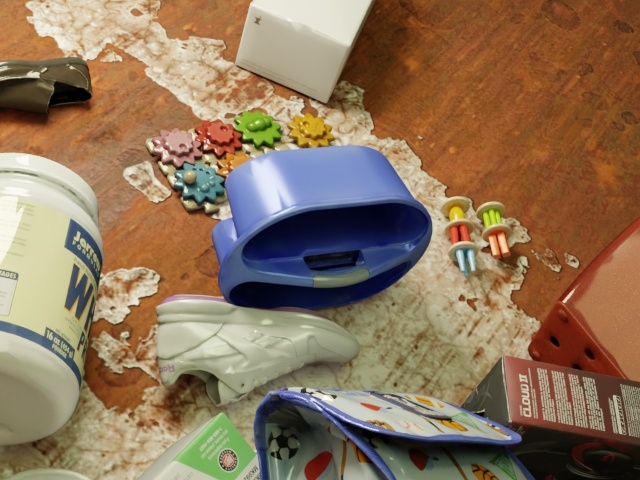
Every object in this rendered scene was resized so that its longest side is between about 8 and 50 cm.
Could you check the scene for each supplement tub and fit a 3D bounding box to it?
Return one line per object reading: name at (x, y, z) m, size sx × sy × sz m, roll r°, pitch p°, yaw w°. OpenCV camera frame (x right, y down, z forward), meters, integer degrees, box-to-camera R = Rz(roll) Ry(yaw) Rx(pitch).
supplement tub at (-0.407, 0.071, 1.333) m, size 0.235 × 0.235 × 0.324 m, roll 11°, pitch 50°, yaw -12°

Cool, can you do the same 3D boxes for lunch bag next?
lunch bag at (0.119, 0.329, 1.209) m, size 0.328 × 0.239 × 0.385 m, roll 14°, pitch 35°, yaw -52°

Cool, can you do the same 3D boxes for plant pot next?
plant pot at (0.485, 0.151, 1.617) m, size 0.236 × 0.267 × 0.267 m, roll -26°, pitch 65°, yaw -21°

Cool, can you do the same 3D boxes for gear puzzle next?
gear puzzle at (-0.111, -0.155, 1.758) m, size 0.339 × 0.044 × 0.175 m, roll -18°, pitch 61°, yaw -32°

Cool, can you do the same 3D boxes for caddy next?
caddy at (0.000, 0.000, 1.549) m, size 0.341 × 0.241 × 0.179 m, roll -7°, pitch 49°, yaw -25°

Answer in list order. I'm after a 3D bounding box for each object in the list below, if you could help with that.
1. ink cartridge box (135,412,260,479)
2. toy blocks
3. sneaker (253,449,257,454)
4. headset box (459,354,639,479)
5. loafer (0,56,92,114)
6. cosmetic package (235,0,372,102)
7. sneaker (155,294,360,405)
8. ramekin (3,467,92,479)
ink cartridge box at (-0.107, 0.381, 1.195) m, size 0.289 × 0.121 × 0.211 m, roll 51°, pitch 36°, yaw -3°
toy blocks at (0.272, 0.001, 1.773) m, size 0.123 × 0.054 × 0.148 m, roll 7°, pitch 51°, yaw -15°
sneaker at (-0.034, 0.300, 1.401) m, size 0.258 × 0.094 × 0.091 m, roll 9°, pitch 41°, yaw -26°
headset box at (0.320, 0.279, 1.458) m, size 0.293 × 0.218 × 0.110 m, roll 13°, pitch 49°, yaw -13°
loafer at (-0.462, -0.243, 1.669) m, size 0.220 × 0.080 × 0.078 m, roll -20°, pitch 62°, yaw -33°
cosmetic package at (-0.003, -0.453, 1.967) m, size 0.197 × 0.155 × 0.365 m, roll 24°, pitch 49°, yaw 0°
sneaker at (-0.092, 0.166, 1.487) m, size 0.305 × 0.114 × 0.152 m, roll 8°, pitch 75°, yaw -19°
ramekin at (-0.322, 0.365, 1.213) m, size 0.207 × 0.109 × 0.207 m, roll 11°, pitch 49°, yaw -13°
